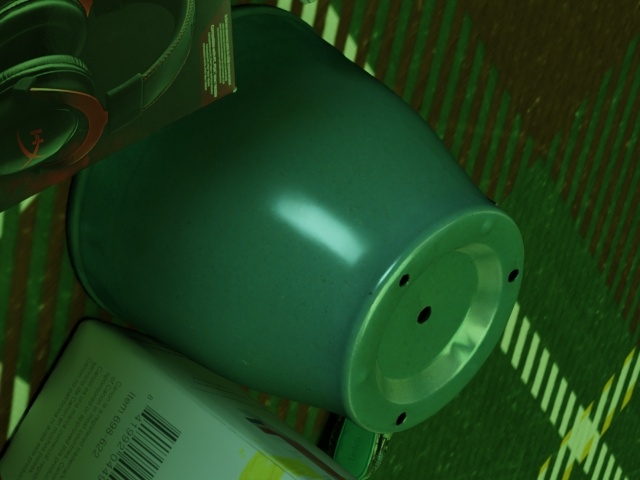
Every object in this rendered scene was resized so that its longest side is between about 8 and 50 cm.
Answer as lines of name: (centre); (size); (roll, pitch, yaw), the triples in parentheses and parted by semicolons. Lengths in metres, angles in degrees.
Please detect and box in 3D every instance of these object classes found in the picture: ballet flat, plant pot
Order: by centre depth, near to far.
plant pot: (0.000, 0.000, 1.248); (0.271, 0.255, 0.272); (-31, 138, -33)
ballet flat: (0.055, 0.137, 1.612); (0.070, 0.070, 0.188); (-3, 121, -50)

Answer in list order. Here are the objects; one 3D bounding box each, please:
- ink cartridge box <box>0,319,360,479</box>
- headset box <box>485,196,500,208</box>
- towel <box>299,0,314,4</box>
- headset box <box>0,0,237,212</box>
ink cartridge box: (-0.080, 0.280, 1.262); (0.279, 0.384, 0.160); (-58, 146, 3)
headset box: (0.140, -0.021, 1.574); (0.032, 0.062, 0.083); (-49, 145, -11)
towel: (0.088, -0.306, 1.113); (0.283, 0.121, 0.235); (-35, 128, -34)
headset box: (-0.174, -0.155, 1.034); (0.293, 0.110, 0.218); (-31, 138, -32)
